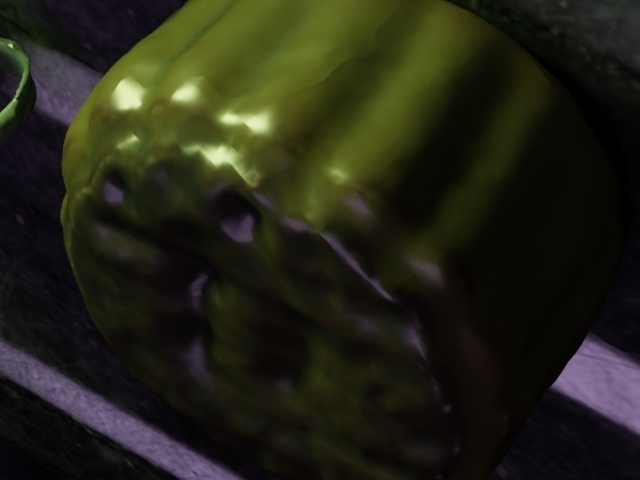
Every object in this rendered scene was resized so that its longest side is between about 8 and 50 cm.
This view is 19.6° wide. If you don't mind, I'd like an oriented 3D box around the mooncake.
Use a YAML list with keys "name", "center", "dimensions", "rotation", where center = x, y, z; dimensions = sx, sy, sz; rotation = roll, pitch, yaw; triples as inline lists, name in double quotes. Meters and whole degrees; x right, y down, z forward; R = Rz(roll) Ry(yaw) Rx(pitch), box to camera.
- name: "mooncake"
  center: [0.000, 0.000, 0.965]
  dimensions: [0.290, 0.161, 0.290]
  rotation: [25, 145, 19]

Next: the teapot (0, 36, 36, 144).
- name: "teapot"
  center: [-0.302, -0.118, 1.128]
  dimensions: [0.294, 0.129, 0.193]
  rotation: [22, 147, 22]
